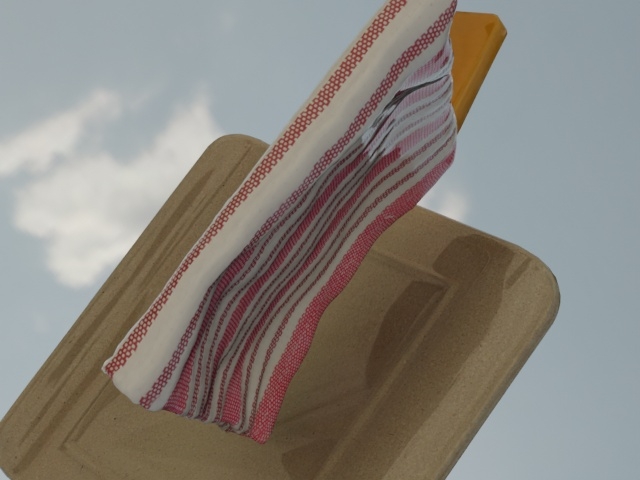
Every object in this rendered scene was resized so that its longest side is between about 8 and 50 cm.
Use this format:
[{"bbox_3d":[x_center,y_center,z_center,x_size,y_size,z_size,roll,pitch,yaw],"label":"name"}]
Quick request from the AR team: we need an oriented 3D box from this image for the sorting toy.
[{"bbox_3d":[-0.018,0.058,0.676,0.196,0.047,0.348,26,-104,44],"label":"sorting toy"}]

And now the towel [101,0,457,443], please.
[{"bbox_3d":[0.000,0.000,0.546,0.029,0.197,0.144,36,-94,9],"label":"towel"}]
